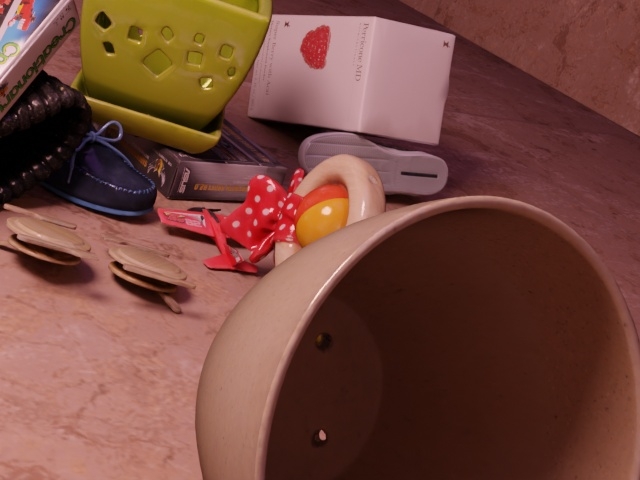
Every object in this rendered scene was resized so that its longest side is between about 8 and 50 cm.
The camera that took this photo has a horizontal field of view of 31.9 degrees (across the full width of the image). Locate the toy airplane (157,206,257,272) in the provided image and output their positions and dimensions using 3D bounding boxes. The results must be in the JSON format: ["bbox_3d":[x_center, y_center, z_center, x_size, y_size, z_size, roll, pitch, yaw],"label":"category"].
[{"bbox_3d":[-0.117,-0.002,1.323,0.151,0.028,0.151,17,22,-7],"label":"toy airplane"}]

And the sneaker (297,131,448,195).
[{"bbox_3d":[0.070,-0.110,1.714,0.258,0.094,0.091,10,0,-30],"label":"sneaker"}]

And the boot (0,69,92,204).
[{"bbox_3d":[-0.342,-0.221,1.265,0.260,0.348,0.131,32,-5,35],"label":"boot"}]

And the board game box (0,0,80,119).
[{"bbox_3d":[-0.413,-0.168,1.137,0.193,0.053,0.305,27,66,13],"label":"board game box"}]

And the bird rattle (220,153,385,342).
[{"bbox_3d":[0.000,0.000,1.187,0.143,0.207,0.253,29,35,-24],"label":"bird rattle"}]

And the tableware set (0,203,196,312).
[{"bbox_3d":[-0.230,0.022,1.143,0.194,0.039,0.128,18,9,-25],"label":"tableware set"}]

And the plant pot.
[{"bbox_3d":[-0.198,-0.248,1.439,0.228,0.207,0.227,16,21,-9],"label":"plant pot"}]

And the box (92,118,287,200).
[{"bbox_3d":[-0.185,-0.131,1.532,0.183,0.056,0.231,1,29,-43],"label":"box"}]

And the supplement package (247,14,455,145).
[{"bbox_3d":[0.044,-0.261,1.787,0.175,0.177,0.293,4,6,-40],"label":"supplement package"}]

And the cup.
[{"bbox_3d":[0.038,0.128,0.823,0.331,0.331,0.237,7,0,-34],"label":"cup"}]

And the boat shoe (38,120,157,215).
[{"bbox_3d":[-0.306,-0.113,1.323,0.258,0.089,0.109,26,21,11],"label":"boat shoe"}]
